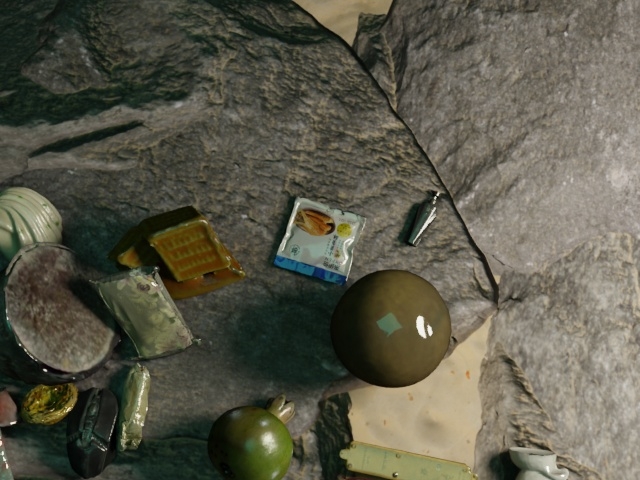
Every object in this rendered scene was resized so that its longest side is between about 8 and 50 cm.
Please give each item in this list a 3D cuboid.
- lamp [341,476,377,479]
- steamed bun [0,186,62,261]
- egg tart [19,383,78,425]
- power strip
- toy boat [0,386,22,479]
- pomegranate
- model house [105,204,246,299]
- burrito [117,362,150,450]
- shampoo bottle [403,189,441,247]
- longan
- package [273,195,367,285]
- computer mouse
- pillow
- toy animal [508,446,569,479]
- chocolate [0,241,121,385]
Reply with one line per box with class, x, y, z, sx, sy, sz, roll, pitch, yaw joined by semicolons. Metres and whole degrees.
lamp;0.078;0.590;1.585;0.247;0.247;0.247;0;77;1
steamed bun;-0.636;-0.034;1.766;0.106;0.183;0.183;-16;76;21
egg tart;-0.576;0.353;1.728;0.129;0.049;0.129;-8;32;5
power strip;0.190;0.479;1.699;0.305;0.044;0.064;11;77;5
toy boat;-0.707;0.470;1.714;0.206;0.096;0.282;-19;90;4
pomegranate;-0.123;0.414;1.660;0.210;0.179;0.179;-27;78;-17
model house;-0.319;0.026;1.712;0.268;0.239;0.173;-19;77;-4
burrito;-0.401;0.358;1.739;0.058;0.045;0.188;8;74;-12
shampoo bottle;0.233;-0.050;1.823;0.048;0.027;0.137;29;79;5
longan;0.145;0.181;1.656;0.258;0.258;0.258;0;77;1
package;0.000;0.000;1.818;0.171;0.027;0.173;17;75;5
computer mouse;-0.490;0.411;1.721;0.106;0.062;0.192;5;79;5
pillow;-0.364;0.151;1.707;0.169;0.255;0.059;-13;37;11
toy animal;0.442;0.540;1.647;0.131;0.104;0.221;6;78;2
chocolate;-0.600;0.177;1.687;0.213;0.303;0.303;-25;76;28
